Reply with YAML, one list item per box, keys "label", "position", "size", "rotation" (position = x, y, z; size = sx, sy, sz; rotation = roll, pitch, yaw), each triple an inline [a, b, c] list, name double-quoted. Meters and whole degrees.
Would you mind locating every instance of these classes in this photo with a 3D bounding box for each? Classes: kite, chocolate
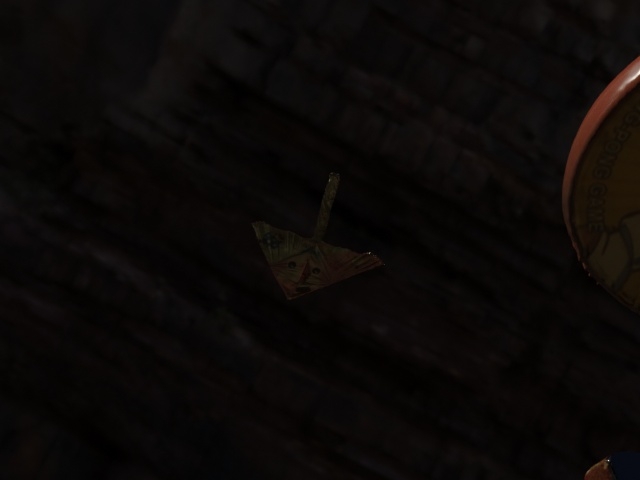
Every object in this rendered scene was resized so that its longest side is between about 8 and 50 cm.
- label: "kite"
  position: [0.000, 0.000, 1.326]
  size: [0.137, 0.152, 0.005]
  rotation: [17, 34, -15]
- label: "chocolate"
  position: [0.351, 0.313, 1.614]
  size: [0.125, 0.148, 0.080]
  rotation: [41, -52, -5]

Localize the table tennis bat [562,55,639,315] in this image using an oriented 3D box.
- label: "table tennis bat"
  position: [0.356, -0.042, 0.846]
  size: [0.415, 0.051, 0.268]
  rotation: [-5, -52, 9]
